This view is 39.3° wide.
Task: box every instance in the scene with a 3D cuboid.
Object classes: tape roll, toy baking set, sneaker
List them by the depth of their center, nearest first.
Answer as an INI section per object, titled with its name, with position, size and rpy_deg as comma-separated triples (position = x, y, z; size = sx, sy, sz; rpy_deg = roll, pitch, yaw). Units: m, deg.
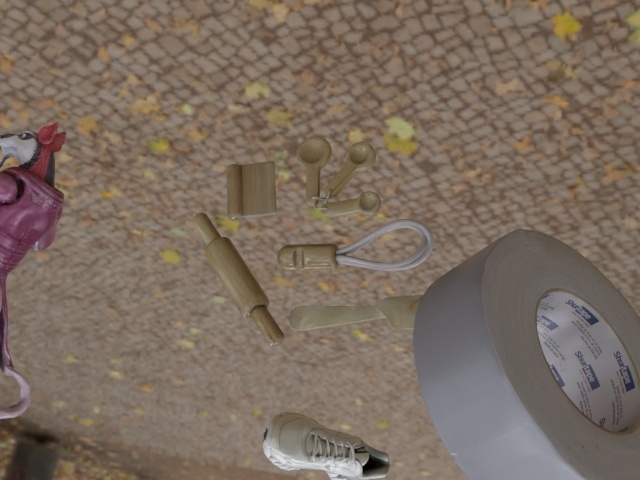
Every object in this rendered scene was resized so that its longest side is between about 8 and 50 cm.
[tape roll]
position = 0.172, 0.102, 0.662
size = 0.219, 0.219, 0.072
rpy_deg = 27, 133, -28
[toy baking set]
position = -0.006, 0.003, 0.850
size = 0.197, 0.256, 0.030
rpy_deg = -32, 153, 4
[sneaker]
position = 0.015, 0.390, 1.676
size = 0.118, 0.110, 0.292
rpy_deg = -7, 155, 44

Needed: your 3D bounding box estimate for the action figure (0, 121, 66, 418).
[action figure]
position = -0.442, 0.003, 1.178
size = 0.276, 0.370, 0.248
rpy_deg = 37, -177, 32
